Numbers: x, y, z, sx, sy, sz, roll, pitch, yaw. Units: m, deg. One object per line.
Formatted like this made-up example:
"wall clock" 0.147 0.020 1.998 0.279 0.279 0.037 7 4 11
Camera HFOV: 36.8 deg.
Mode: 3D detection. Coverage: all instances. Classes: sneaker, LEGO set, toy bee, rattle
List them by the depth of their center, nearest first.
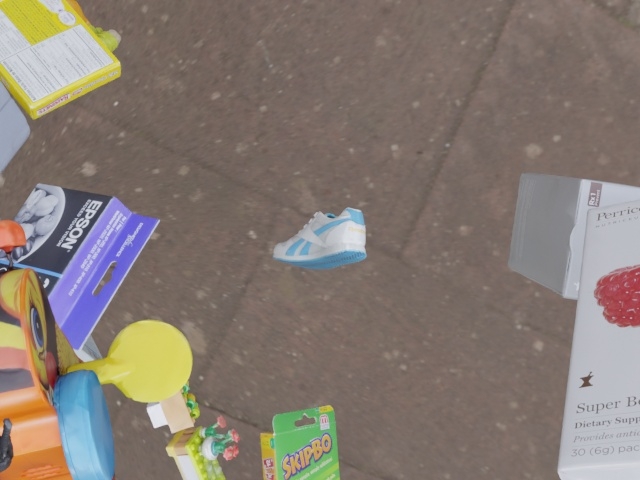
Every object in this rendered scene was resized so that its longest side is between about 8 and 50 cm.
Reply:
"toy bee" -0.174 0.076 0.586 0.195 0.298 0.162 -3 71 -24
"LEGO set" -0.091 0.274 0.959 0.107 0.132 0.287 -10 76 24
"rattle" -0.443 -0.347 1.722 0.143 0.199 0.130 28 87 -16
"sneaker" 0.000 0.000 1.776 0.087 0.228 0.092 16 71 -41

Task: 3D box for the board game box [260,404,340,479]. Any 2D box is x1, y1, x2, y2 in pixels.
"board game box" -0.021 0.357 1.291 0.124 0.039 0.259 1 85 -48

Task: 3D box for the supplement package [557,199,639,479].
"supplement package" 0.304 0.109 0.746 0.175 0.177 0.293 60 33 -29

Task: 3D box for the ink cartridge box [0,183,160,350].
"ink cartridge box" -0.341 0.028 1.248 0.206 0.208 0.045 -63 145 -25

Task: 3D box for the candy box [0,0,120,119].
"candy box" -0.306 -0.221 0.987 0.105 0.027 0.206 -34 71 -23

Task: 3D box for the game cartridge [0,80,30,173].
"game cartridge" -0.468 -0.186 1.124 0.062 0.198 0.297 -16 124 19

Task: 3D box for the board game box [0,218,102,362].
"board game box" -0.476 0.090 1.509 0.097 0.303 0.224 -38 134 -3

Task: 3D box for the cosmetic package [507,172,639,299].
"cosmetic package" 0.290 -0.008 1.077 0.107 0.238 0.127 7 97 -7
